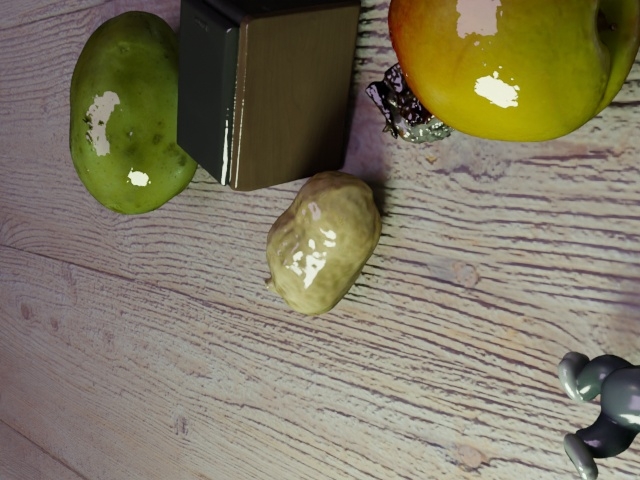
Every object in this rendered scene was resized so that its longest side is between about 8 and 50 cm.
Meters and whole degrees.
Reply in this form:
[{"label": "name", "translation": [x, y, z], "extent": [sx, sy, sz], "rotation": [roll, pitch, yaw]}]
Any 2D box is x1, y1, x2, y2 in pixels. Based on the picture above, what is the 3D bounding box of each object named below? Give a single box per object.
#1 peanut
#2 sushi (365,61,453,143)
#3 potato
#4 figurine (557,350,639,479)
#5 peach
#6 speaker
[{"label": "peanut", "translation": [0.000, 0.000, 1.279], "extent": [0.129, 0.129, 0.224], "rotation": [55, 137, 31]}, {"label": "sushi", "translation": [0.118, -0.155, 1.088], "extent": [0.094, 0.098, 0.084], "rotation": [-37, 71, 48]}, {"label": "potato", "translation": [-0.280, -0.191, 1.561], "extent": [0.216, 0.216, 0.304], "rotation": [5, 92, 55]}, {"label": "figurine", "translation": [0.312, 0.171, 0.875], "extent": [0.265, 0.140, 0.193], "rotation": [1, 77, 67]}, {"label": "peach", "translation": [0.170, -0.198, 0.910], "extent": [0.231, 0.231, 0.231], "rotation": [21, 116, 51]}, {"label": "speaker", "translation": [-0.068, -0.200, 1.268], "extent": [0.153, 0.193, 0.230], "rotation": [40, 134, 41]}]
